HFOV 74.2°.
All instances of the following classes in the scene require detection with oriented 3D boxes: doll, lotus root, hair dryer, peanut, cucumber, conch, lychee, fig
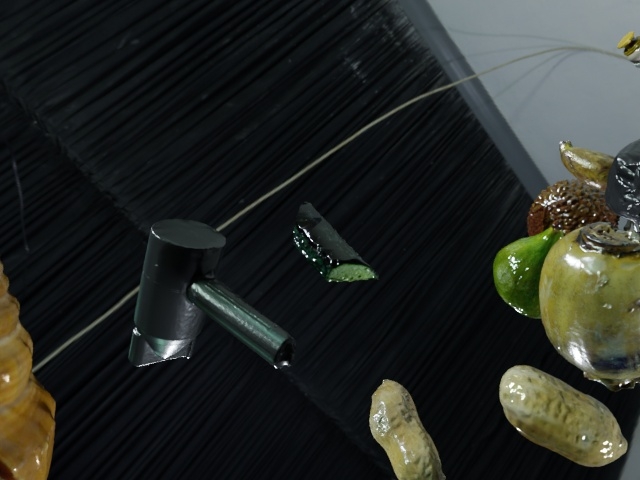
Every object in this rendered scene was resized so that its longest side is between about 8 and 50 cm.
[{"bbox_3d":[0.835,-0.484,1.075,0.127,0.073,0.084,33,144,-2],"label":"doll"},{"bbox_3d":[0.735,-0.207,1.166,0.191,0.094,0.108,41,-159,34],"label":"lotus root"},{"bbox_3d":[-0.167,0.136,0.646,0.303,0.116,0.244,30,113,31],"label":"hair dryer"},{"bbox_3d":[0.435,0.324,0.775,0.225,0.129,0.129,31,157,22],"label":"peanut"},{"bbox_3d":[0.000,0.000,0.652,0.220,0.071,0.046,47,155,49],"label":"cucumber"},{"bbox_3d":[0.368,0.102,0.543,0.154,0.154,0.277,21,143,48],"label":"lotus root"},{"bbox_3d":[-0.246,0.164,0.295,0.110,0.329,0.093,10,-168,-15],"label":"conch"},{"bbox_3d":[0.149,0.353,0.769,0.214,0.100,0.099,59,177,47],"label":"peanut"},{"bbox_3d":[0.801,-0.064,1.335,0.268,0.267,0.267,38,160,17],"label":"lychee"},{"bbox_3d":[0.559,0.058,1.058,0.203,0.203,0.235,38,128,17],"label":"fig"}]

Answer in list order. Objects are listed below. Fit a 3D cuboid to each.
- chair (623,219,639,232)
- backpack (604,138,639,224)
[{"bbox_3d":[1.054,-0.084,1.296,0.160,0.319,0.186,-3,133,49],"label":"chair"},{"bbox_3d":[0.880,-0.102,0.890,0.445,0.364,0.254,48,162,39],"label":"backpack"}]
